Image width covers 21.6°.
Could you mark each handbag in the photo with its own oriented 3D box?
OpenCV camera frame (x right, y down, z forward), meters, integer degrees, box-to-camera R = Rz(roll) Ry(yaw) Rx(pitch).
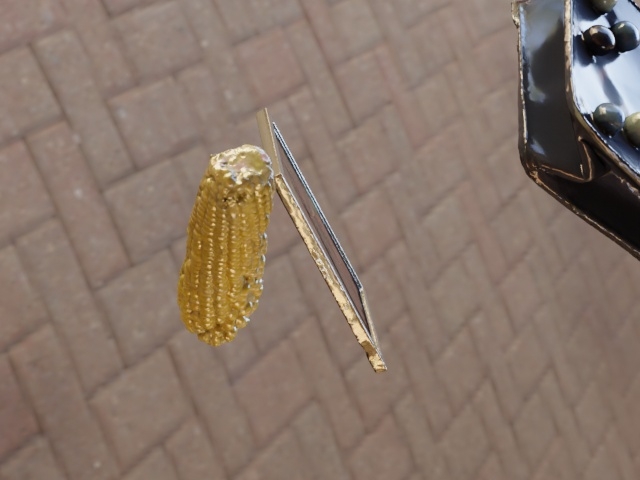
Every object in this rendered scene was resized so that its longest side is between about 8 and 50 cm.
[{"bbox_3d":[0.323,-0.123,1.714,0.269,0.118,0.325,36,36,-24],"label":"handbag"}]

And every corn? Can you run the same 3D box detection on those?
[{"bbox_3d":[-0.089,0.007,1.618,0.288,0.086,0.086,105,-12,-55],"label":"corn"}]

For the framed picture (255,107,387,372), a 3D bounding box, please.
[{"bbox_3d":[0.000,0.000,2.015,0.211,0.020,0.289,-103,166,-64],"label":"framed picture"}]
